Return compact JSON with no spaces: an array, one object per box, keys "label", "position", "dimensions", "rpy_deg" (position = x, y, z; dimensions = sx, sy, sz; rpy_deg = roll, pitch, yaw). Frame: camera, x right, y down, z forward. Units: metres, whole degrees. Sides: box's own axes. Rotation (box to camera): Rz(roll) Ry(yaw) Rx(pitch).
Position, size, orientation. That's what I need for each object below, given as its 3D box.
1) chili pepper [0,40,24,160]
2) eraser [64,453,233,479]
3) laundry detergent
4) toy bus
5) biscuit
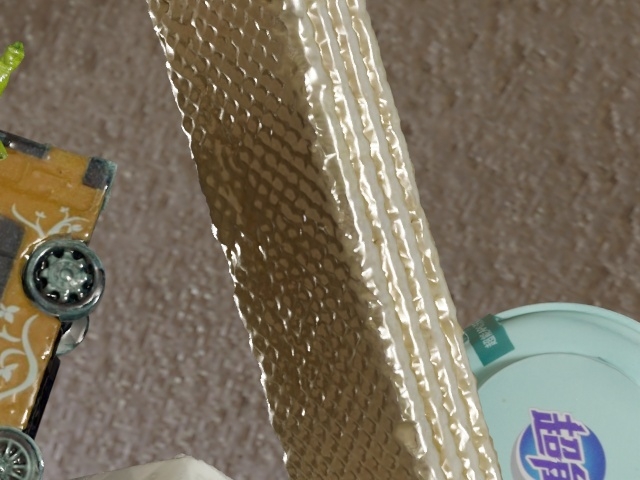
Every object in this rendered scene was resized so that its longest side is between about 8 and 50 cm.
[{"label":"chili pepper","position":[-0.200,-0.087,0.917],"dimensions":[0.030,0.017,0.083],"rpy_deg":[-3,64,30]},{"label":"eraser","position":[-0.196,0.320,1.151],"dimensions":[0.213,0.082,0.397],"rpy_deg":[-15,23,17]},{"label":"laundry detergent","position":[0.213,0.210,1.324],"dimensions":[0.287,0.305,0.287],"rpy_deg":[-2,76,8]},{"label":"toy bus","position":[-0.239,0.066,0.954],"dimensions":[0.138,0.167,0.275],"rpy_deg":[129,159,-67]},{"label":"biscuit","position":[0.000,0.000,0.919],"dimensions":[0.144,0.078,0.426],"rpy_deg":[-14,92,48]}]
